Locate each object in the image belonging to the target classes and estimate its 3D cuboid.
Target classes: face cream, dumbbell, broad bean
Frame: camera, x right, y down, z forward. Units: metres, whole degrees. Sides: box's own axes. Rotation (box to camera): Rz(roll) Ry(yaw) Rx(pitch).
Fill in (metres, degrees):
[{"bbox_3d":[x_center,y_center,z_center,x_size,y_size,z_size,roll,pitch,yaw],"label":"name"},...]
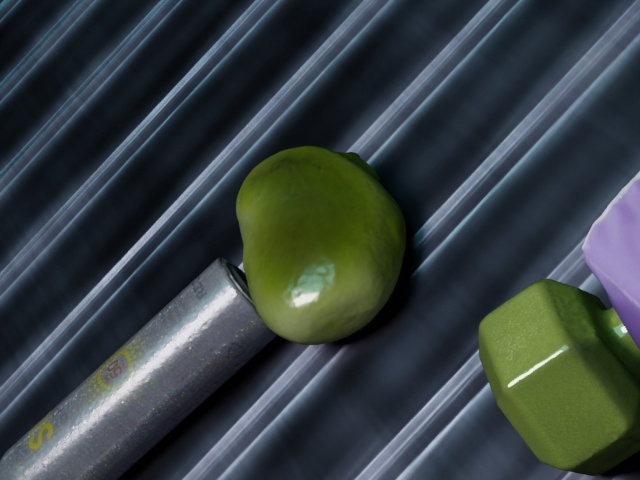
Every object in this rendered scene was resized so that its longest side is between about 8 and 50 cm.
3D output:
[{"bbox_3d":[-0.151,0.130,1.315,0.283,0.073,0.073,-42,37,8],"label":"face cream"},{"bbox_3d":[0.233,0.018,1.004,0.302,0.121,0.108,-37,66,16],"label":"dumbbell"},{"bbox_3d":[0.000,0.000,1.281,0.124,0.082,0.174,-29,48,3],"label":"broad bean"}]

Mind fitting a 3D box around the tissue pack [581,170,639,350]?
[{"bbox_3d":[0.289,0.090,0.767,0.160,0.242,0.338,-45,37,1],"label":"tissue pack"}]
